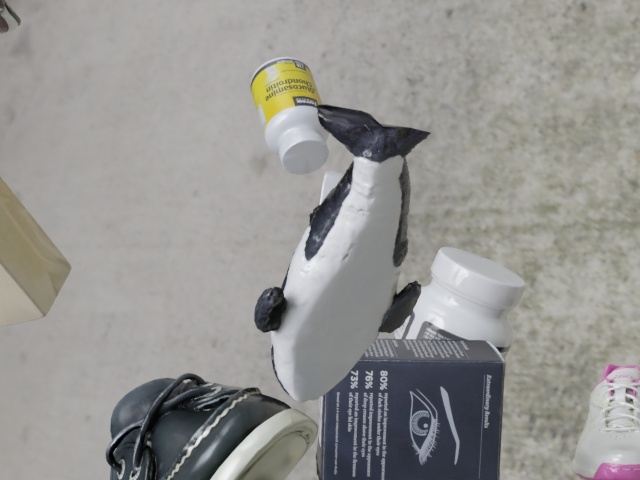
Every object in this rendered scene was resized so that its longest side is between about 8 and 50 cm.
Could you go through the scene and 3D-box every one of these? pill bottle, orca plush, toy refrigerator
[{"bbox_3d":[0.177,0.161,1.761,0.162,0.162,0.278,41,113,54],"label":"pill bottle"},{"bbox_3d":[-0.044,-0.193,1.943,0.103,0.103,0.184,-43,44,27],"label":"pill bottle"},{"bbox_3d":[0.000,0.000,1.033,0.287,0.151,0.102,89,157,-43],"label":"orca plush"},{"bbox_3d":[-0.402,-0.029,1.388,0.102,0.269,0.094,-13,37,28],"label":"toy refrigerator"}]

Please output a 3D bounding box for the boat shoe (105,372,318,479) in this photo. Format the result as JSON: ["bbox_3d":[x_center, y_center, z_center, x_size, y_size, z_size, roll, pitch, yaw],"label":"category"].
[{"bbox_3d":[-0.085,0.142,0.799,0.127,0.113,0.340,-43,-10,-14],"label":"boat shoe"}]

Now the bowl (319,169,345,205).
[{"bbox_3d":[0.033,-0.025,1.748,0.053,0.142,0.142,5,88,10],"label":"bowl"}]

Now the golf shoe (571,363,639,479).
[{"bbox_3d":[0.395,0.244,1.662,0.115,0.306,0.140,1,94,12],"label":"golf shoe"}]

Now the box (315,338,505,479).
[{"bbox_3d":[0.101,0.197,1.433,0.108,0.207,0.153,-110,23,-80],"label":"box"}]

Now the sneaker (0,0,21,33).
[{"bbox_3d":[-0.509,-0.302,1.614,0.162,0.281,0.106,-37,71,-2],"label":"sneaker"}]
